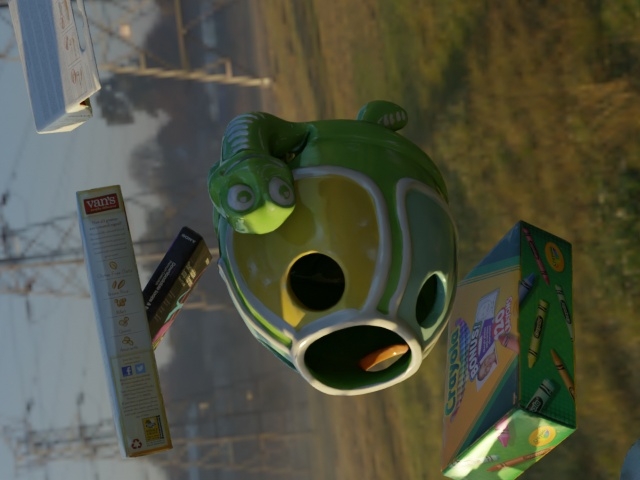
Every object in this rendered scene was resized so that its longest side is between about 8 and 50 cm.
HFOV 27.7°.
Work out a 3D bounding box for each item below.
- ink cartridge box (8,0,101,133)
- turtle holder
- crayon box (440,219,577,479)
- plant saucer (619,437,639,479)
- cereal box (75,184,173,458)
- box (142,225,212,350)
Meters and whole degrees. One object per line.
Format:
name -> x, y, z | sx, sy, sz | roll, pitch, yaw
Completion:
ink cartridge box -> -0.319, -0.252, 1.644 | 0.232, 0.066, 0.189 | -17, 85, 53
turtle holder -> 0.019, 0.002, 1.243 | 0.320, 0.243, 0.228 | 91, 172, -53
crayon box -> 0.222, 0.135, 1.530 | 0.165, 0.081, 0.278 | -52, 21, 44
plant saucer -> 0.377, 0.247, 1.214 | 0.037, 0.194, 0.195 | 112, 156, -49
cereal box -> -0.184, 0.081, 1.204 | 0.173, 0.047, 0.240 | 137, 123, -77
box -> -0.175, 0.069, 1.426 | 0.162, 0.029, 0.116 | -60, -6, -10
